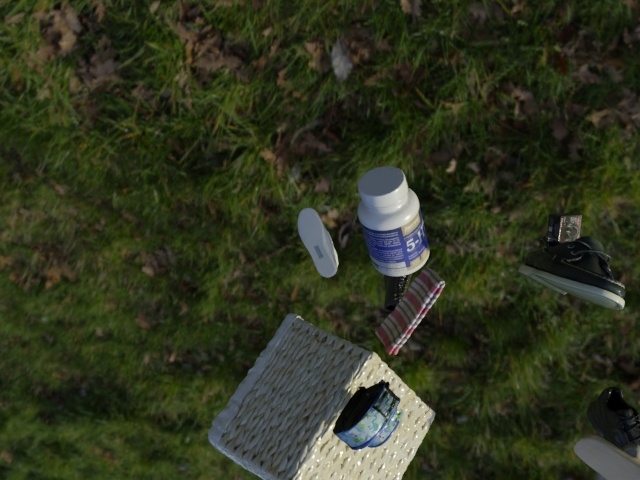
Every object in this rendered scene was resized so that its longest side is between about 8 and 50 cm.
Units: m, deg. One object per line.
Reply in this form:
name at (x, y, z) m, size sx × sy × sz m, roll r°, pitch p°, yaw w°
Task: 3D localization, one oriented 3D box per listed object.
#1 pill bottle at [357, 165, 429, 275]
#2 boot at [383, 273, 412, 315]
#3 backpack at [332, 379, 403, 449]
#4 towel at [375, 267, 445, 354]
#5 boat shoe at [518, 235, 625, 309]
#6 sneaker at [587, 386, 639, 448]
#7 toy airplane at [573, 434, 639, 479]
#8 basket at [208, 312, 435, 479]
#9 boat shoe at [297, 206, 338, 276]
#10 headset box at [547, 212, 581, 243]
pill bottle at (0.128, -0.036, 1.326) m, size 0.112 × 0.112 × 0.186 m, roll -9°, pitch 132°, yaw 12°
boot at (0.219, 0.099, 1.909) m, size 0.077 × 0.137 × 0.198 m, roll 12°, pitch 148°, yaw -9°
backpack at (0.087, 0.321, 1.311) m, size 0.084 × 0.114 × 0.105 m, roll 47°, pitch 146°, yaw -5°
towel at (0.193, 0.149, 1.603) m, size 0.029 × 0.144 × 0.197 m, roll 34°, pitch 95°, yaw -10°
boat shoe at (0.475, 0.045, 1.364) m, size 0.127 × 0.340 × 0.113 m, roll 27°, pitch 92°, yaw -1°
sneaker at (0.803, 0.514, 1.938) m, size 0.109 × 0.286 × 0.130 m, roll -6°, pitch 133°, yaw -14°
toy airplane at (0.735, 0.571, 1.483) m, size 0.384 × 0.386 × 0.272 m, roll -15°, pitch 167°, yaw 28°
basket at (0.011, 0.392, 1.552) m, size 0.266 × 0.331 × 0.328 m, roll 17°, pitch 157°, yaw 47°
boat shoe at (0.000, 0.000, 1.849) m, size 0.066 × 0.063 × 0.184 m, roll -25°, pitch 98°, yaw 20°
headset box at (0.519, -0.025, 1.560) m, size 0.083 × 0.032 × 0.062 m, roll -3°, pitch 102°, yaw -36°
